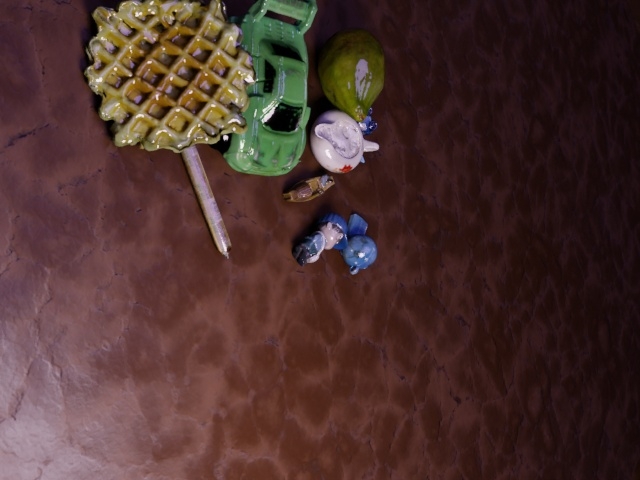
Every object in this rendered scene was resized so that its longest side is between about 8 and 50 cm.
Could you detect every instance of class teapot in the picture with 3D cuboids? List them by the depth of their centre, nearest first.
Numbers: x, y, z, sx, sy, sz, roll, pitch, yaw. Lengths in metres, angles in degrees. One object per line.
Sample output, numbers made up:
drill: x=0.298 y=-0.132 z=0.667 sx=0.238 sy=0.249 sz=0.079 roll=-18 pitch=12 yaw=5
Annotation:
teapot: x=0.043 y=-0.225 z=1.883 sx=0.226 sy=0.092 sz=0.145 roll=1 pitch=85 yaw=-45

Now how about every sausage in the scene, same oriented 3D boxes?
sausage: x=-0.227 y=-0.089 z=1.610 sx=0.033 sy=0.033 sz=0.269 roll=-32 pitch=107 yaw=-46

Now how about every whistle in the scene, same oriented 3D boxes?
whistle: x=0.095 y=0.010 z=1.912 sx=0.090 sy=0.090 sz=0.158 roll=40 pitch=57 yaw=-37

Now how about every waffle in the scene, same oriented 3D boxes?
waffle: x=-0.274 y=-0.309 z=1.517 sx=0.317 sy=0.073 sz=0.297 roll=-12 pitch=89 yaw=-21

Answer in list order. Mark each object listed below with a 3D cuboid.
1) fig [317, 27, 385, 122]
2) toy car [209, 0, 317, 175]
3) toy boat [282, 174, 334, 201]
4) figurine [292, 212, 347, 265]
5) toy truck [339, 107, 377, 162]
fig: x=0.065 y=-0.375 z=1.891 sx=0.167 sy=0.167 sz=0.233 roll=35 pitch=67 yaw=-39
toy car: x=-0.108 y=-0.318 z=1.673 sx=0.213 sy=0.176 sz=0.358 roll=6 pitch=80 yaw=-46
toy boat: x=-0.023 y=-0.114 z=1.828 sx=0.149 sy=0.049 sz=0.047 roll=-25 pitch=101 yaw=-47
figurine: x=0.000 y=0.000 z=1.825 sx=0.149 sy=0.086 sz=0.087 roll=-32 pitch=67 yaw=-34
toy truck: x=0.097 y=-0.261 z=1.980 sx=0.074 sy=0.063 sz=0.136 roll=-29 pitch=108 yaw=-26
